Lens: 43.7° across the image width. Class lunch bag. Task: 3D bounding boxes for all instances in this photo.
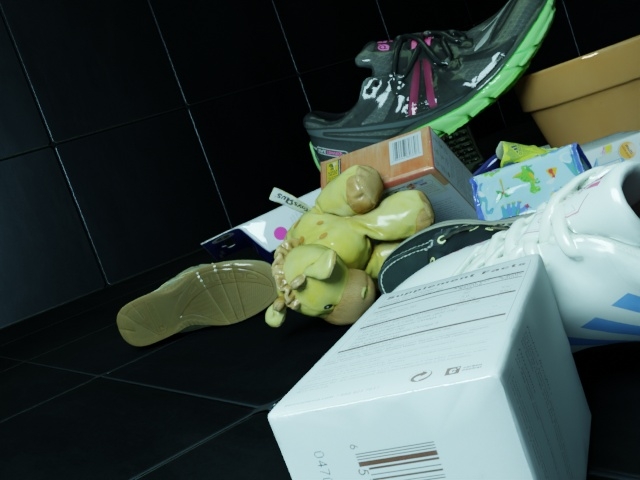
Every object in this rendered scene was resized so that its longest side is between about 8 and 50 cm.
[{"bbox_3d":[0.258,-0.031,0.914,0.129,0.096,0.151,-16,-22,25],"label":"lunch bag"}]

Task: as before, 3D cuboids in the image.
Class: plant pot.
[{"bbox_3d":[0.493,-0.223,1.341,0.291,0.203,0.291,-19,5,2],"label":"plant pot"}]

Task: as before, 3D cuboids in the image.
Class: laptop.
[{"bbox_3d":[0.184,-0.153,1.469,0.234,0.264,0.136,-18,-30,4],"label":"laptop"}]

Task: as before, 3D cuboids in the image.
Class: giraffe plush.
[{"bbox_3d":[0.017,0.024,0.930,0.210,0.181,0.170,12,39,8],"label":"giraffe plush"}]

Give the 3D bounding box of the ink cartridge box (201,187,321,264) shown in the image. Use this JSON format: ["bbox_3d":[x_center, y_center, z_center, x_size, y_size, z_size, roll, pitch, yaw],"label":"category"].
[{"bbox_3d":[0.006,-0.037,1.236,0.371,0.069,0.176,-23,-9,-4],"label":"ink cartridge box"}]

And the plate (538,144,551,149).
[{"bbox_3d":[0.382,-0.139,1.678,0.278,0.045,0.277,-14,9,42],"label":"plate"}]

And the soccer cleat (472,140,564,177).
[{"bbox_3d":[0.320,-0.101,1.182,0.289,0.121,0.093,-20,7,-4],"label":"soccer cleat"}]

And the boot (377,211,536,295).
[{"bbox_3d":[0.119,0.041,0.747,0.236,0.085,0.179,-14,11,40],"label":"boot"}]

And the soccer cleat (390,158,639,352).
[{"bbox_3d":[0.157,0.011,0.505,0.331,0.143,0.116,-15,46,34],"label":"soccer cleat"}]

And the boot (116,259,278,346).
[{"bbox_3d":[-0.165,0.079,1.262,0.262,0.095,0.203,-22,4,15],"label":"boot"}]

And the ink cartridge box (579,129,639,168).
[{"bbox_3d":[0.361,-0.081,1.016,0.143,0.092,0.090,-20,7,0],"label":"ink cartridge box"}]

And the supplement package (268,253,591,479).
[{"bbox_3d":[0.068,0.088,0.400,0.105,0.105,0.179,-17,6,24],"label":"supplement package"}]

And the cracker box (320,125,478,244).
[{"bbox_3d":[0.124,-0.051,1.060,0.156,0.067,0.232,-16,-30,27],"label":"cracker box"}]

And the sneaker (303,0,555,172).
[{"bbox_3d":[0.169,-0.269,1.318,0.483,0.202,0.185,-35,6,16],"label":"sneaker"}]
